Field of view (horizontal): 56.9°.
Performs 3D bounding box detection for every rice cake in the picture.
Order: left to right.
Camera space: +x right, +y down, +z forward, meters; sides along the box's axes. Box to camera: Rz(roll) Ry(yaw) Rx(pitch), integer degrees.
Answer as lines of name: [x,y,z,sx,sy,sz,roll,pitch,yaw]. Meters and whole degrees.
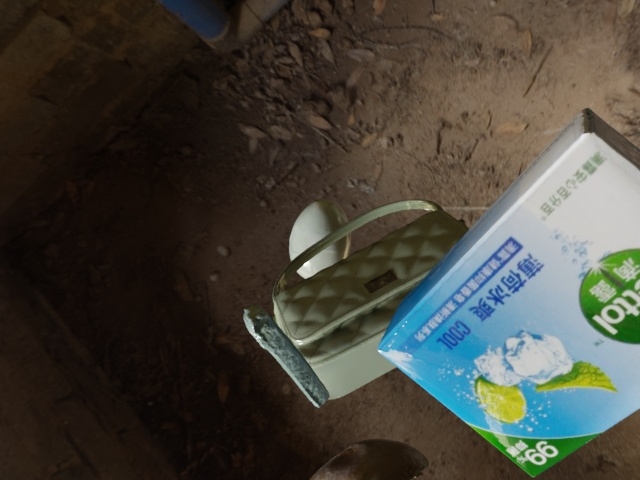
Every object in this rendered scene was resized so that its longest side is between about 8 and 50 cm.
rice cake: [-0.026,0.096,0.481,0.021,0.121,0.022,-40,37,-12]

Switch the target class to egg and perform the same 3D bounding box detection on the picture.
egg: [0.000,0.000,1.448,0.151,0.151,0.209,11,106,15]

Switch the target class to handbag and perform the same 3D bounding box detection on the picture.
handbag: [0.059,0.041,0.676,0.256,0.079,0.219,-28,39,-3]

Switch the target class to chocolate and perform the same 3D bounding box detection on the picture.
chocolate: [0.055,0.381,0.969,0.083,0.161,0.261,62,146,15]

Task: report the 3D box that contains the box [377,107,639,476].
box: [0.151,0.039,0.374,0.139,0.073,0.194,39,121,3]
